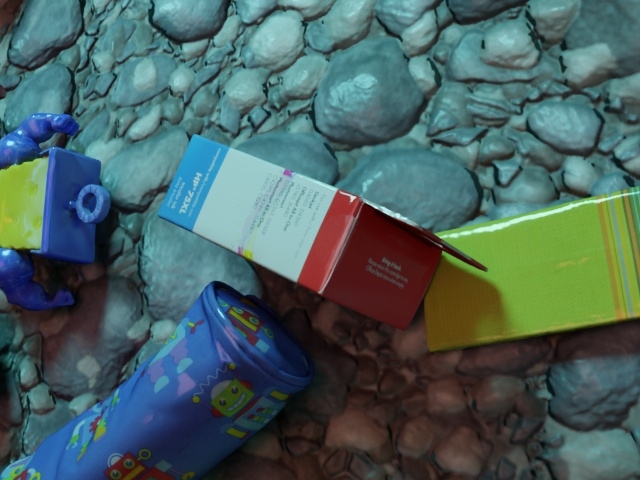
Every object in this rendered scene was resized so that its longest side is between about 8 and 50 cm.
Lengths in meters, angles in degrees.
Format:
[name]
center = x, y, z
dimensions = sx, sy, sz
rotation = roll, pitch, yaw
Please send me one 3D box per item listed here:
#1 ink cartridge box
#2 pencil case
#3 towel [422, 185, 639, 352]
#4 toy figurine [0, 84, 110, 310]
[ink cartridge box]
center = 0.000, 0.000, 0.717
dimensions = 0.231, 0.134, 0.078
rotation = 24, 89, 37
[pencil case]
center = -0.147, 0.164, 0.777
dimensions = 0.306, 0.119, 0.133
rotation = -42, 23, 14
[towel]
center = 0.189, 0.020, 0.689
dimensions = 0.237, 0.021, 0.102
rotation = -14, 66, 26
[toy figurine]
center = -0.308, -0.007, 0.876
dimensions = 0.217, 0.191, 0.362
rotation = -3, 77, 23
